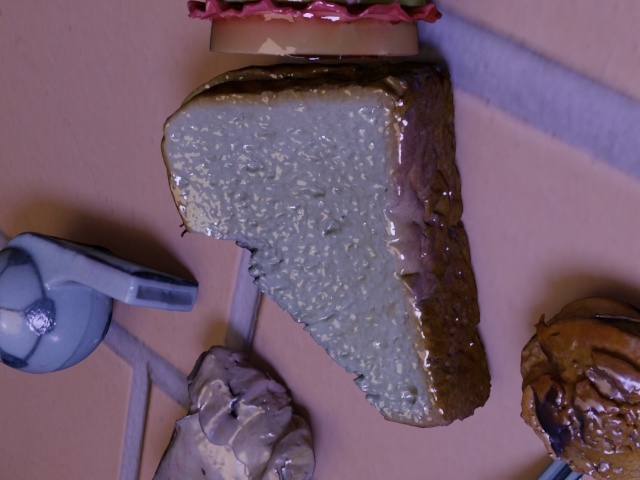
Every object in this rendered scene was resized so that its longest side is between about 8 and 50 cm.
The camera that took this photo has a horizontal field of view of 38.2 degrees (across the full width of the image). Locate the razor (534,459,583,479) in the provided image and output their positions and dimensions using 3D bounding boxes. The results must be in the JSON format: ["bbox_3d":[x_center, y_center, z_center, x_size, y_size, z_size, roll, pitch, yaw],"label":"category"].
[{"bbox_3d":[0.259,0.291,0.698,0.278,0.056,0.111,41,95,12],"label":"razor"}]

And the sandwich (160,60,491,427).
[{"bbox_3d":[0.003,-0.002,0.748,0.254,0.099,0.289,-1,109,35],"label":"sandwich"}]

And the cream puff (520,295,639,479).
[{"bbox_3d":[0.193,0.107,0.634,0.119,0.104,0.133,-4,108,35],"label":"cream puff"}]

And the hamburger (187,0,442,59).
[{"bbox_3d":[-0.001,-0.192,0.627,0.175,0.175,0.137,13,107,37],"label":"hamburger"}]

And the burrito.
[{"bbox_3d":[-0.107,0.265,0.969,0.175,0.107,0.348,50,133,34],"label":"burrito"}]

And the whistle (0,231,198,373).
[{"bbox_3d":[-0.276,0.077,0.992,0.289,0.163,0.164,16,119,37],"label":"whistle"}]
